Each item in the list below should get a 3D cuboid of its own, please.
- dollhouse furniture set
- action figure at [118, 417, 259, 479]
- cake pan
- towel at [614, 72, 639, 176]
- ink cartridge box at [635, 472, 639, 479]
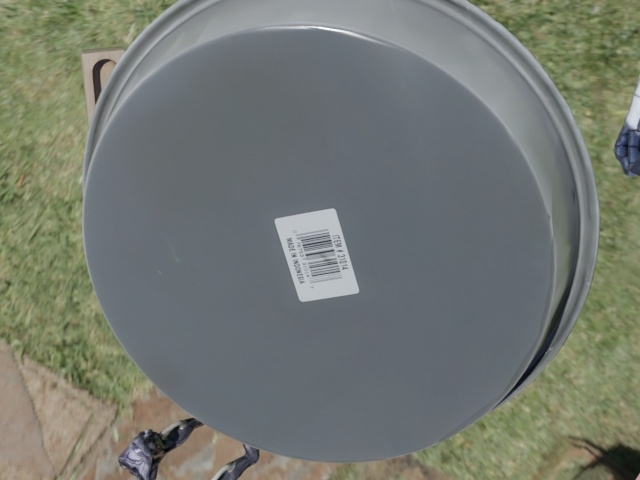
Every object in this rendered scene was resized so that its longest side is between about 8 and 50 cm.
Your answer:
[{"bbox_3d":[-0.187,-0.170,1.293,0.151,0.123,0.144,-8,112,-16],"label":"dollhouse furniture set"},{"bbox_3d":[-0.061,0.136,1.072,0.164,0.141,0.275,37,76,14],"label":"action figure"},{"bbox_3d":[0.000,0.000,0.612,0.293,0.054,0.293,5,115,11],"label":"cake pan"},{"bbox_3d":[0.411,-0.169,1.019,0.235,0.121,0.283,-6,127,-24],"label":"towel"},{"bbox_3d":[0.281,0.141,0.494,0.385,0.091,0.308,-45,115,-27],"label":"ink cartridge box"}]
